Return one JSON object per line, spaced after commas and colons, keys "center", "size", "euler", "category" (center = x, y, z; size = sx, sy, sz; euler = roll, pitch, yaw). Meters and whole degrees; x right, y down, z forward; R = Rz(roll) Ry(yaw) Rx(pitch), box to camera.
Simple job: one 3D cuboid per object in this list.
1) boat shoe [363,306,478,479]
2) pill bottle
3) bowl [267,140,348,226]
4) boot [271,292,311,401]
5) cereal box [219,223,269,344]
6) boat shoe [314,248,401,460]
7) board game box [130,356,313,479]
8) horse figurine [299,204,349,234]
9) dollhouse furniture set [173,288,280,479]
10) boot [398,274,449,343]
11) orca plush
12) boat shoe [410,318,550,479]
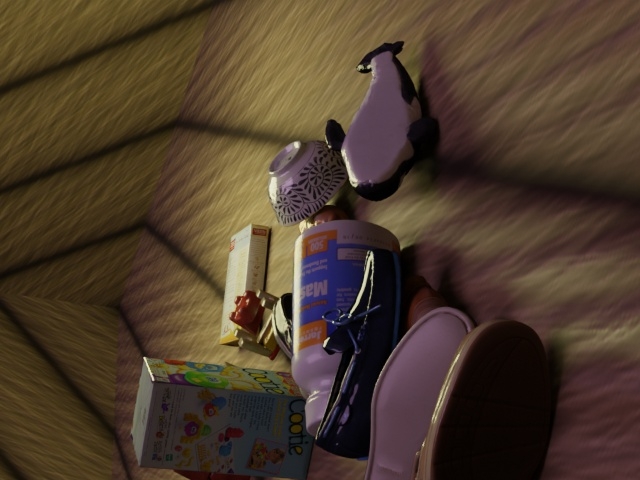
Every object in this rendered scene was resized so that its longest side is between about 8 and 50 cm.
{"center": [0.116, 0.230, 1.256], "size": [0.112, 0.095, 0.335], "euler": [22, 102, 31], "category": "boat shoe"}
{"center": [0.036, 0.123, 1.475], "size": [0.152, 0.152, 0.272], "euler": [127, 148, -57], "category": "pill bottle"}
{"center": [-0.033, -0.111, 1.803], "size": [0.170, 0.080, 0.170], "euler": [-36, 23, 18], "category": "bowl"}
{"center": [0.004, 0.120, 1.693], "size": [0.236, 0.085, 0.179], "euler": [-114, 38, -47], "category": "boot"}
{"center": [-0.160, 0.096, 2.295], "size": [0.173, 0.047, 0.240], "euler": [155, 123, -70], "category": "cereal box"}
{"center": [0.044, 0.132, 1.330], "size": [0.109, 0.089, 0.258], "euler": [111, 167, -74], "category": "boat shoe"}
{"center": [-0.158, 0.291, 1.803], "size": [0.142, 0.275, 0.144], "euler": [-144, 64, -71], "category": "board game box"}
{"center": [0.000, 0.000, 1.804], "size": [0.263, 0.066, 0.175], "euler": [-170, 83, -76], "category": "horse figurine"}
{"center": [-0.145, 0.269, 2.066], "size": [0.374, 0.152, 0.201], "euler": [-61, 20, 7], "category": "dollhouse furniture set"}
{"center": [0.120, 0.150, 1.353], "size": [0.152, 0.072, 0.197], "euler": [-110, 33, -69], "category": "boot"}
{"center": [0.085, -0.149, 1.551], "size": [0.102, 0.151, 0.287], "euler": [71, -175, -46], "category": "orca plush"}
{"center": [0.143, 0.235, 1.125], "size": [0.110, 0.121, 0.341], "euler": [-138, 57, -69], "category": "boat shoe"}
